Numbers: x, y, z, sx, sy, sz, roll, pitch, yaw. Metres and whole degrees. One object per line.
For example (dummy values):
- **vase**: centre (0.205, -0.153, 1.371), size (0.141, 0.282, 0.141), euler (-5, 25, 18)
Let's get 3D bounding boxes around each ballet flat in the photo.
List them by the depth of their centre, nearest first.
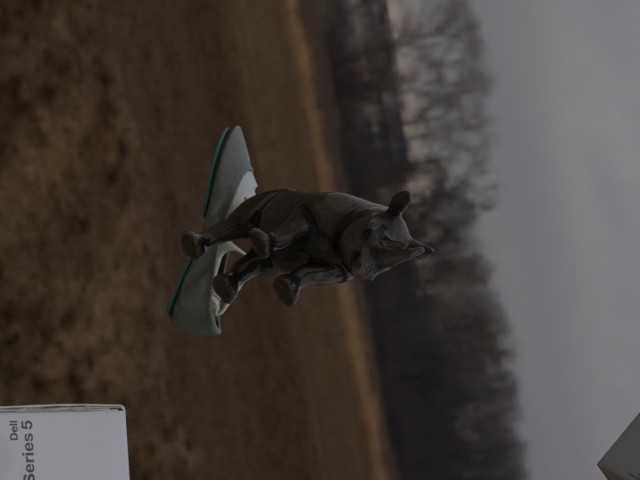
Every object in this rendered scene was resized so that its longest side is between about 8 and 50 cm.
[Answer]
- **ballet flat**: centre (-0.093, -0.007, 1.676), size (0.072, 0.068, 0.213), euler (24, 83, -81)

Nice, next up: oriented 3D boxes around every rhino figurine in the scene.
- **rhino figurine**: centre (0.000, 0.000, 1.267), size (0.243, 0.106, 0.073), euler (2, -64, 55)

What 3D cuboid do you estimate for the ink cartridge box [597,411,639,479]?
- **ink cartridge box**: centre (0.380, 0.203, 1.582), size (0.127, 0.176, 0.128), euler (30, -17, 49)

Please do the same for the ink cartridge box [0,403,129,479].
- **ink cartridge box**: centre (-0.238, 0.237, 1.240), size (0.273, 0.115, 0.198), euler (-25, -112, 58)
